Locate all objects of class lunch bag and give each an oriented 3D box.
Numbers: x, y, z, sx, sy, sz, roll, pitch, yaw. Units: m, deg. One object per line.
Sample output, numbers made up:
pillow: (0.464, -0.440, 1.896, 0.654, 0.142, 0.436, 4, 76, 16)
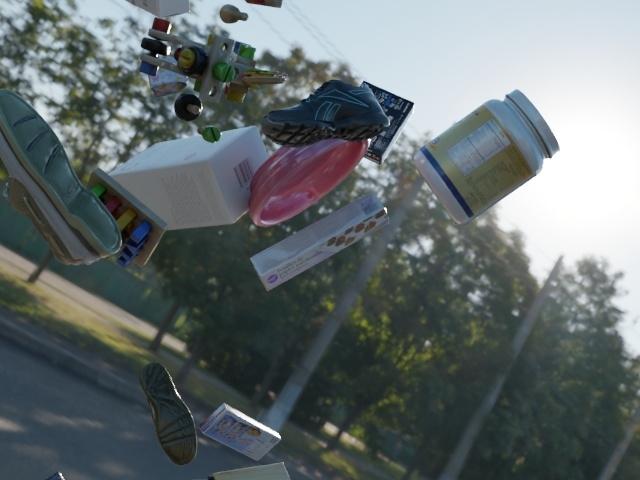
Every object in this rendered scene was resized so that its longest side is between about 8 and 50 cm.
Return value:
lunch bag: (-0.334, -0.360, 1.927, 0.053, 0.083, 0.071, 69, 6, -67)

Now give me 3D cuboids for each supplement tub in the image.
supplement tub: (0.413, -0.210, 2.193, 0.228, 0.316, 0.228, 54, 7, -9)

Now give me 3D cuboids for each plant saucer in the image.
plant saucer: (-0.039, -0.163, 2.035, 0.084, 0.332, 0.332, 53, -4, 11)

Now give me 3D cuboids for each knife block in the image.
knife block: (-0.194, 0.534, 1.829, 0.242, 0.275, 0.088, 88, -22, -62)

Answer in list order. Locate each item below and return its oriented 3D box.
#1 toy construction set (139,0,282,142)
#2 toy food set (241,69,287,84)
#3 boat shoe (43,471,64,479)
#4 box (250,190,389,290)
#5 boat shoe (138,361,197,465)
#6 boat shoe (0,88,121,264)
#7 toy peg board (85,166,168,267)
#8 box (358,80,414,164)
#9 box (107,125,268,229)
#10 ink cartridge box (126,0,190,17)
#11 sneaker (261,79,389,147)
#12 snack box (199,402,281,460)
toy construction set: (-0.178, -0.371, 1.724, 0.257, 0.309, 0.237, 40, -9, -38)
toy food set: (-0.101, -0.295, 1.582, 0.082, 0.020, 0.083, 6, 7, 44)
boat shoe: (-0.636, 0.594, 1.935, 0.065, 0.183, 0.083, -19, -78, 56)
box: (0.000, 0.000, 1.982, 0.067, 0.324, 0.063, 55, -8, 37)
boat shoe: (-0.308, 0.358, 1.806, 0.224, 0.080, 0.073, 62, -8, 20)
boat shoe: (-0.436, -0.084, 1.351, 0.302, 0.103, 0.113, 60, 22, -20)
toy peg board: (-0.377, -0.019, 1.563, 0.160, 0.079, 0.161, 40, -37, -2)
box: (0.152, -0.348, 2.571, 0.175, 0.220, 0.051, 25, -24, 13)
box: (-0.317, -0.147, 2.159, 0.345, 0.215, 0.168, -4, -64, 34)
ink cartridge box: (-0.404, -0.635, 2.074, 0.218, 0.092, 0.159, 33, -49, 40)
sneaker: (0.001, -0.236, 1.621, 0.267, 0.106, 0.101, -8, -12, -36)
snack box: (-0.146, 0.356, 1.616, 0.178, 0.064, 0.022, 43, 7, -47)
